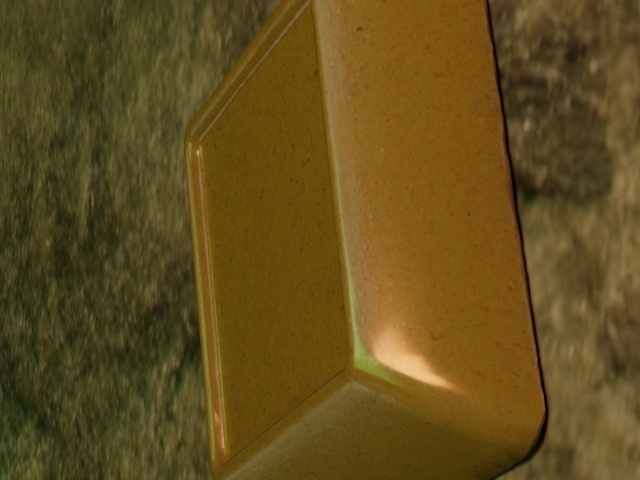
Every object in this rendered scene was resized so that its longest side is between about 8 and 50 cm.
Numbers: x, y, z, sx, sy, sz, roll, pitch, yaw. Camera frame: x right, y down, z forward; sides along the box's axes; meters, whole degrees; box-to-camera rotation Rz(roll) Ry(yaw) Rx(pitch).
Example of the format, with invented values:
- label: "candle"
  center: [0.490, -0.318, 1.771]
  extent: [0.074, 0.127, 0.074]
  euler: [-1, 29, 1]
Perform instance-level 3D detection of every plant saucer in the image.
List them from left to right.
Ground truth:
- label: "plant saucer"
  center: [0.000, 0.000, 1.133]
  extent: [0.333, 0.081, 0.333]
  euler: [135, 133, -60]
